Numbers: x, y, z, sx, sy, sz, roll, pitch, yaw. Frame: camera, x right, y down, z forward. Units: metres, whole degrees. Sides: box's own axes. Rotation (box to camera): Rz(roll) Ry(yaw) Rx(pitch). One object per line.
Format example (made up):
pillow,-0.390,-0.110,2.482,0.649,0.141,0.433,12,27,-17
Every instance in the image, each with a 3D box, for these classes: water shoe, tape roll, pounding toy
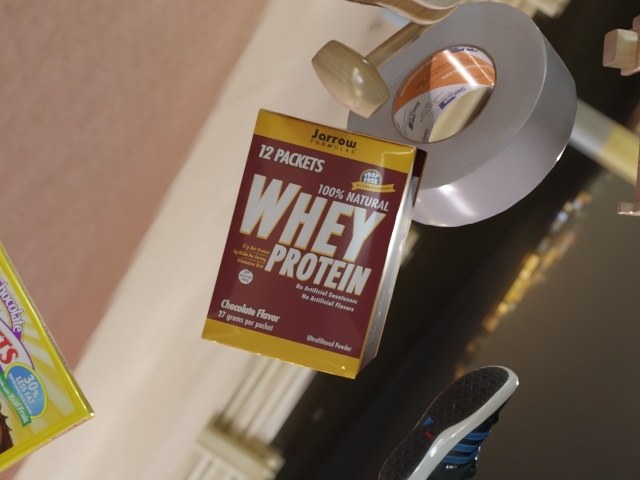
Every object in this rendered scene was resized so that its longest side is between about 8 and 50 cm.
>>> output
water shoe,0.153,0.228,2.102,0.203,0.080,0.073,-44,-145,-3
tape roll,0.136,-0.123,1.797,0.219,0.219,0.072,-56,135,-11
pounding toy,0.054,-0.238,1.376,0.269,0.154,0.155,-53,-177,-5

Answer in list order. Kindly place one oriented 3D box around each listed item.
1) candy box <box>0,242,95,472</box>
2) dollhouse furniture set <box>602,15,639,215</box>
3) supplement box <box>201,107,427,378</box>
candy box,-0.286,0.087,1.576,0.105,0.206,0.027,-30,169,-3
dollhouse furniture set,0.398,-0.064,1.728,0.355,0.174,0.303,173,-76,-77
supplement box,0.000,0.000,1.538,0.194,0.129,0.191,-10,115,-84
